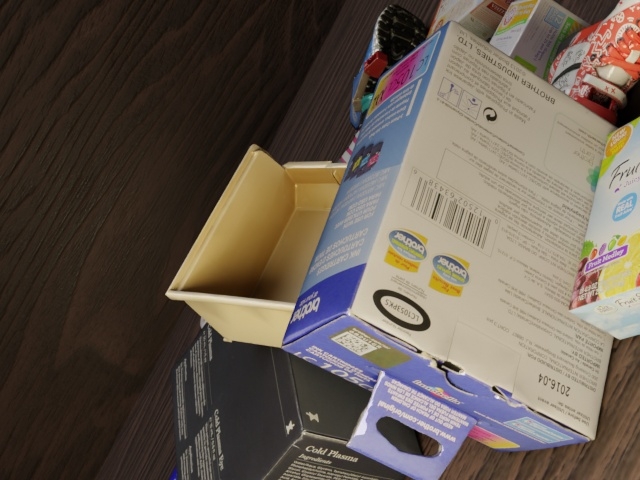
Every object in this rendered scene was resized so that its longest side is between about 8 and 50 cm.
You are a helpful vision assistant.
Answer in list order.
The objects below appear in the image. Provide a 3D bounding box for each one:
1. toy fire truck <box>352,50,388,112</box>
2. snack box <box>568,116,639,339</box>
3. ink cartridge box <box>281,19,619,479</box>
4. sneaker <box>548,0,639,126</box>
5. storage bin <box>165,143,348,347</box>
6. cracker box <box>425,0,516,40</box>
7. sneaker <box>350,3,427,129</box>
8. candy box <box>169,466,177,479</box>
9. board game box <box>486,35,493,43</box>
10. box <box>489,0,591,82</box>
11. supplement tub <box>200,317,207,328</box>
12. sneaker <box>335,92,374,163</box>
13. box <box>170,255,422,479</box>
[{"bbox_3d":[0.116,-0.278,1.730,0.192,0.135,0.047,-54,16,27],"label":"toy fire truck"},{"bbox_3d":[0.315,-0.033,0.731,0.174,0.070,0.207,-37,27,59],"label":"snack box"},{"bbox_3d":[0.141,0.027,0.811,0.151,0.270,0.395,-35,30,58],"label":"ink cartridge box"},{"bbox_3d":[0.339,-0.200,0.919,0.270,0.090,0.145,-39,28,64],"label":"sneaker"},{"bbox_3d":[0.000,0.000,1.002,0.262,0.123,0.260,2,55,37],"label":"storage bin"},{"bbox_3d":[0.277,-0.417,1.457,0.155,0.067,0.232,-68,15,-19],"label":"cracker box"},{"bbox_3d":[0.134,-0.388,1.888,0.147,0.130,0.330,-28,37,61],"label":"sneaker"},{"bbox_3d":[-0.173,0.420,1.482,0.317,0.122,0.268,-61,15,0],"label":"candy box"},{"bbox_3d":[0.300,-0.391,1.523,0.103,0.026,0.154,-64,15,-7],"label":"board game box"},{"bbox_3d":[0.269,-0.207,1.114,0.203,0.114,0.103,-62,13,5],"label":"box"},{"bbox_3d":[-0.114,0.148,1.613,0.144,0.200,0.144,-56,15,23],"label":"supplement tub"},{"bbox_3d":[0.097,-0.189,1.647,0.295,0.124,0.178,-37,33,43],"label":"sneaker"},{"bbox_3d":[-0.054,0.232,1.153,0.312,0.179,0.343,-54,32,31],"label":"box"}]
